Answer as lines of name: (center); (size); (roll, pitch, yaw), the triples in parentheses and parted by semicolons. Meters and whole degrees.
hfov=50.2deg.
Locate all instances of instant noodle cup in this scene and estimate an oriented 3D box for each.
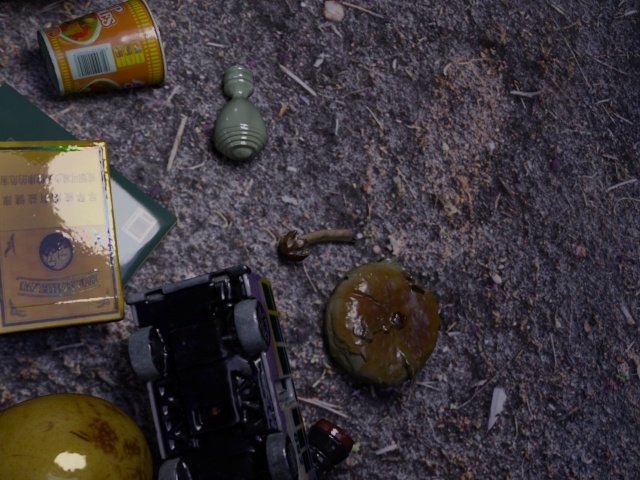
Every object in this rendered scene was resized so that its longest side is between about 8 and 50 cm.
instant noodle cup: (-0.388, -0.331, 1.208); (0.185, 0.168, 0.168); (-20, 88, -22)

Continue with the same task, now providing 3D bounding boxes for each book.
book: (-0.467, -0.058, 1.163); (0.379, 0.031, 0.264); (41, 63, -13)

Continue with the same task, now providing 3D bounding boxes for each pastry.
pastry: (0.124, 0.166, 1.362); (0.235, 0.121, 0.257); (-38, 96, -28)

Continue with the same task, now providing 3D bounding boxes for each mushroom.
mushroom: (0.000, 0.000, 1.377); (0.187, 0.061, 0.060); (-13, 79, -33)

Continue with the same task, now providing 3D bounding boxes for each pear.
pear: (-0.379, 0.348, 0.972); (0.280, 0.280, 0.281); (6, 75, -26)

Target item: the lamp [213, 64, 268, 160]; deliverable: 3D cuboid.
lamp: (-0.156, -0.245, 1.333); (0.106, 0.106, 0.193); (8, 65, -25)

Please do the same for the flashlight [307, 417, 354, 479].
flashlight: (-0.035, 0.437, 1.237); (0.093, 0.093, 0.232); (44, 65, -11)

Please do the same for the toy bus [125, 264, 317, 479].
toy bus: (-0.143, 0.285, 1.104); (0.209, 0.249, 0.440); (-16, 79, 5)

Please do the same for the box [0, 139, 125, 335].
box: (-0.433, -0.007, 1.102); (0.192, 0.084, 0.302); (-5, 82, -26)
